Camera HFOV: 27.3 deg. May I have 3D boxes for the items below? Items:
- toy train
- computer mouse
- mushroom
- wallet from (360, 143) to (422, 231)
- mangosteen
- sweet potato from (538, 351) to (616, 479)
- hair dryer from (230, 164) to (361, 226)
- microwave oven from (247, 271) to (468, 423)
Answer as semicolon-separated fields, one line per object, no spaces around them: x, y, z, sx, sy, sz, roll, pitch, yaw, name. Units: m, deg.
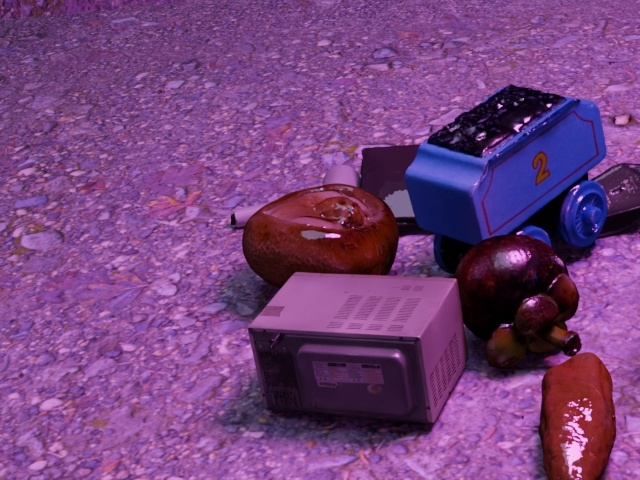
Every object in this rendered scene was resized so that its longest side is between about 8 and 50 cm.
0.282;-0.078;1.963;0.300;0.265;0.188;-35;35;-29;toy train
0.461;-0.057;2.091;0.192;0.062;0.106;-24;46;12;computer mouse
0.000;0.000;2.046;0.253;0.153;0.253;-3;19;1;mushroom
0.250;-0.098;2.221;0.377;0.051;0.197;-6;48;8;wallet
0.261;0.081;1.785;0.172;0.172;0.184;-4;51;13;mangosteen
0.298;0.219;1.552;0.097;0.097;0.252;-2;28;16;sweet potato
-0.044;-0.060;2.315;0.236;0.073;0.131;-15;22;11;hair dryer
0.051;0.144;1.739;0.240;0.145;0.194;2;30;24;microwave oven
